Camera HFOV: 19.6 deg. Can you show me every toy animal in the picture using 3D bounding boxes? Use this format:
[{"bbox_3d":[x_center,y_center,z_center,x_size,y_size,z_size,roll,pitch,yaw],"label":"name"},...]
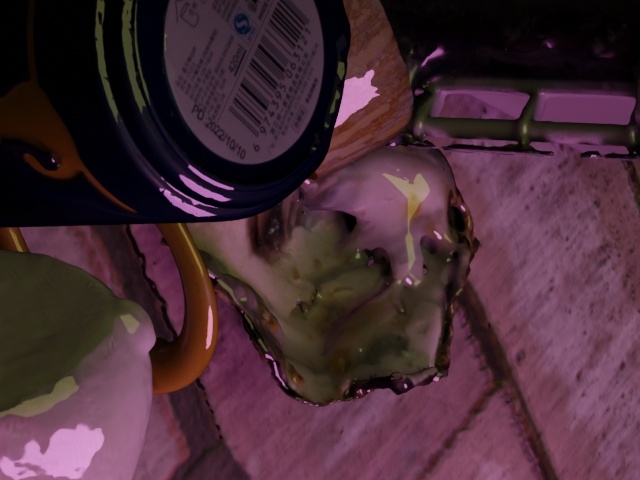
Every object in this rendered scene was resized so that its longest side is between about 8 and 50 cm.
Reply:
[{"bbox_3d":[-0.165,0.136,0.893,0.138,0.140,0.282,1,127,-23],"label":"toy animal"}]

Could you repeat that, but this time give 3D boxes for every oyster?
[{"bbox_3d":[0.000,0.000,1.162,0.223,0.083,0.214,43,50,-19],"label":"oyster"}]

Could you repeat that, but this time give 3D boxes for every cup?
[{"bbox_3d":[-0.105,-0.063,0.914,0.255,0.256,0.178,48,57,-38],"label":"cup"}]

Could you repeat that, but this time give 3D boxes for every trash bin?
[{"bbox_3d":[0.199,-0.161,1.240,0.368,0.256,0.296,28,67,-63],"label":"trash bin"}]

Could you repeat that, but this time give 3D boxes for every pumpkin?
[{"bbox_3d":[-0.048,-0.112,1.033,0.110,0.217,0.217,-47,125,-17],"label":"pumpkin"}]
